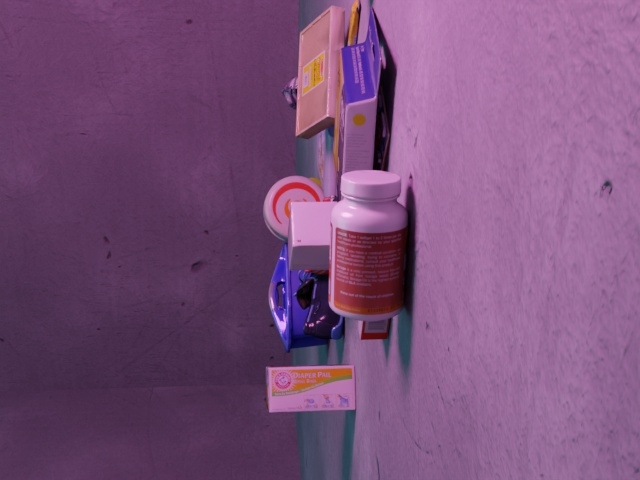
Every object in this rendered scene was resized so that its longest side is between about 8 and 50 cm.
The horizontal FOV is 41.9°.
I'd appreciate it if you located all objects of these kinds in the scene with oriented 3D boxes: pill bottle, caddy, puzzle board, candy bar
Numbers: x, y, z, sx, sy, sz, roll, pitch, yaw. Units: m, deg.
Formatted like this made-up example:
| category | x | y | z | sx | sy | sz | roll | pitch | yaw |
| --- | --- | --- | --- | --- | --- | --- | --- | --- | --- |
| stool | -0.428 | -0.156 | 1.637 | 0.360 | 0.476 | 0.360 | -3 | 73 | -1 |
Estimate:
| category | x | y | z | sx | sy | sz | roll | pitch | yaw |
| --- | --- | --- | --- | --- | --- | --- | --- | --- | --- |
| pill bottle | 0.075 | 0.006 | 1.292 | 0.121 | 0.121 | 0.216 | -106 | 17 | -71 |
| caddy | -0.069 | 0.172 | 2.545 | 0.241 | 0.179 | 0.341 | 103 | 166 | -65 |
| puzzle board | 0.107 | -0.201 | 1.505 | 0.096 | 0.011 | 0.128 | 96 | 171 | -51 |
| candy bar | 0.071 | -0.451 | 1.825 | 0.161 | 0.018 | 0.040 | 94 | 176 | -46 |

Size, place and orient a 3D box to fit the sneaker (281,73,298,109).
| category | x | y | z | sx | sy | sz | roll | pitch | yaw |
| --- | --- | --- | --- | --- | --- | --- | --- | --- | --- |
| sneaker | -0.027 | -0.380 | 2.142 | 0.111 | 0.121 | 0.300 | 62 | 178 | -13 |

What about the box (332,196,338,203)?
| category | x | y | z | sx | sy | sz | roll | pitch | yaw |
| --- | --- | --- | --- | --- | --- | --- | --- | --- | --- |
| box | 0.061 | -0.020 | 1.836 | 0.233 | 0.044 | 0.159 | 169 | 100 | -85 |

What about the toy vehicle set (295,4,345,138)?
| category | x | y | z | sx | sy | sz | roll | pitch | yaw |
| --- | --- | --- | --- | --- | --- | --- | --- | --- | --- |
| toy vehicle set | -0.002 | -0.384 | 1.929 | 0.166 | 0.035 | 0.267 | -18 | 67 | 61 |

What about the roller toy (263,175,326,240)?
| category | x | y | z | sx | sy | sz | roll | pitch | yaw |
| --- | --- | --- | --- | --- | --- | --- | --- | --- | --- |
| roller toy | -0.074 | -0.090 | 2.489 | 0.146 | 0.191 | 0.209 | 138 | 132 | -82 |

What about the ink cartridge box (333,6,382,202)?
| category | x | y | z | sx | sy | sz | roll | pitch | yaw |
| --- | --- | --- | --- | --- | --- | --- | --- | --- | --- |
| ink cartridge box | 0.064 | -0.244 | 1.561 | 0.303 | 0.072 | 0.307 | -90 | 1 | -59 |

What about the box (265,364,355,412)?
| category | x | y | z | sx | sy | sz | roll | pitch | yaw |
| --- | --- | --- | --- | --- | --- | --- | --- | --- | --- |
| box | -0.026 | 0.345 | 1.957 | 0.114 | 0.203 | 0.103 | 127 | 142 | -81 |

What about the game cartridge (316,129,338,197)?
| category | x | y | z | sx | sy | sz | roll | pitch | yaw |
| --- | --- | --- | --- | --- | --- | --- | --- | --- | --- |
| game cartridge | 0.026 | -0.247 | 2.167 | 0.297 | 0.062 | 0.198 | -102 | 9 | -65 |

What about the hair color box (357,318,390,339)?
| category | x | y | z | sx | sy | sz | roll | pitch | yaw |
| --- | --- | --- | --- | --- | --- | --- | --- | --- | --- |
| hair color box | 0.089 | 0.088 | 1.511 | 0.167 | 0.053 | 0.093 | -95 | 6 | -50 |

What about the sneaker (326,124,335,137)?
| category | x | y | z | sx | sy | sz | roll | pitch | yaw |
| --- | --- | --- | --- | --- | --- | --- | --- | --- | --- |
| sneaker | 0.041 | -0.301 | 1.942 | 0.073 | 0.063 | 0.162 | -101 | 11 | -46 |

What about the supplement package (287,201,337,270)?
| category | x | y | z | sx | sy | sz | roll | pitch | yaw |
| --- | --- | --- | --- | --- | --- | --- | --- | --- | --- |
| supplement package | -0.018 | -0.007 | 1.870 | 0.179 | 0.105 | 0.105 | 103 | 166 | -71 |

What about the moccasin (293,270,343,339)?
| category | x | y | z | sx | sy | sz | roll | pitch | yaw |
| --- | --- | --- | --- | --- | --- | --- | --- | --- | --- |
| moccasin | -0.010 | 0.134 | 2.233 | 0.342 | 0.117 | 0.138 | -102 | 12 | -64 |

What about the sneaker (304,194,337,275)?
| category | x | y | z | sx | sy | sz | roll | pitch | yaw |
| --- | --- | --- | --- | --- | --- | --- | --- | --- | --- |
| sneaker | 0.000 | 0.000 | 2.099 | 0.279 | 0.118 | 0.107 | 95 | 171 | -49 |
